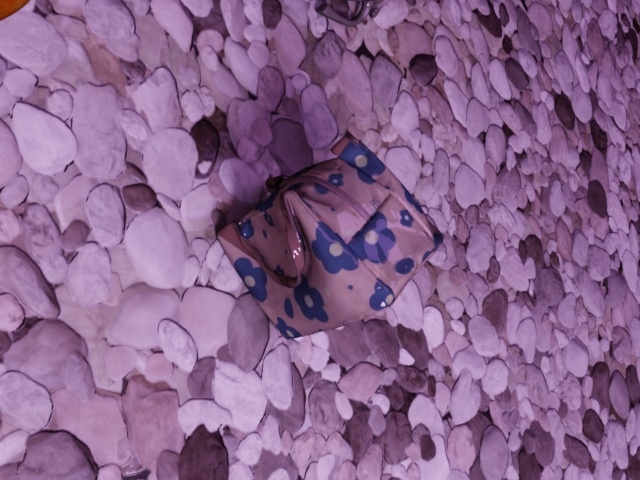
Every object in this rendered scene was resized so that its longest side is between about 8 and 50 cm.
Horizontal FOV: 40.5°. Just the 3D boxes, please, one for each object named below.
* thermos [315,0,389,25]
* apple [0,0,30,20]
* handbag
[{"bbox_3d":[0.040,-0.417,1.383,0.193,0.105,0.137,13,97,-51],"label":"thermos"},{"bbox_3d":[-0.374,-0.292,0.854,0.173,0.195,0.160,-61,168,-78],"label":"apple"},{"bbox_3d":[0.000,0.000,1.126,0.190,0.252,0.193,-44,103,-34],"label":"handbag"}]
